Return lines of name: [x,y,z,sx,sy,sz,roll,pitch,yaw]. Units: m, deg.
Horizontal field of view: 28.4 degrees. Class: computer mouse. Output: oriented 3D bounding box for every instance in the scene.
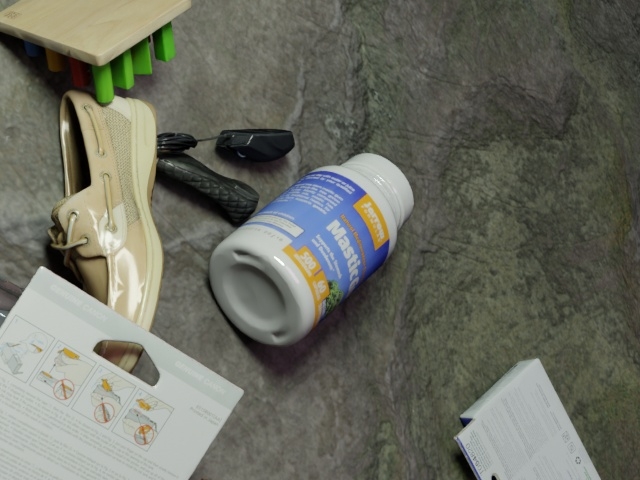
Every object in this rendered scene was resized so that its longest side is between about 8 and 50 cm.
computer mouse: [-0.120,-0.113,1.547,0.242,0.071,0.041,-7,104,-48]

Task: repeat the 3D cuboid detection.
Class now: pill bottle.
pill bottle: [0.000,0.000,1.568,0.272,0.152,0.152,-41,104,-41]

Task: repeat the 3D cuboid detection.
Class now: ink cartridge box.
ink cartridge box: [-0.250,0.188,1.287,0.275,0.060,0.239,36,80,-28]
ink cartridge box: [0.286,0.315,1.797,0.224,0.045,0.223,-34,99,-41]

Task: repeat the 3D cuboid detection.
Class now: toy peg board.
toy peg board: [-0.256,-0.232,1.442,0.161,0.161,0.079,-44,144,-41]

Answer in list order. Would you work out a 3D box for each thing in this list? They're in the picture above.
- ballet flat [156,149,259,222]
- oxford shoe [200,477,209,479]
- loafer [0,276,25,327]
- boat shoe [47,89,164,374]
ballet flat: [-0.150,-0.068,1.530,0.173,0.049,0.057,27,18,-28]
oxford shoe: [-0.170,0.341,1.378,0.076,0.076,0.212,44,43,2]
loafer: [-0.380,0.063,1.266,0.303,0.109,0.095,28,21,-34]
boat shoe: [-0.245,-0.009,1.385,0.110,0.122,0.341,12,57,-28]
